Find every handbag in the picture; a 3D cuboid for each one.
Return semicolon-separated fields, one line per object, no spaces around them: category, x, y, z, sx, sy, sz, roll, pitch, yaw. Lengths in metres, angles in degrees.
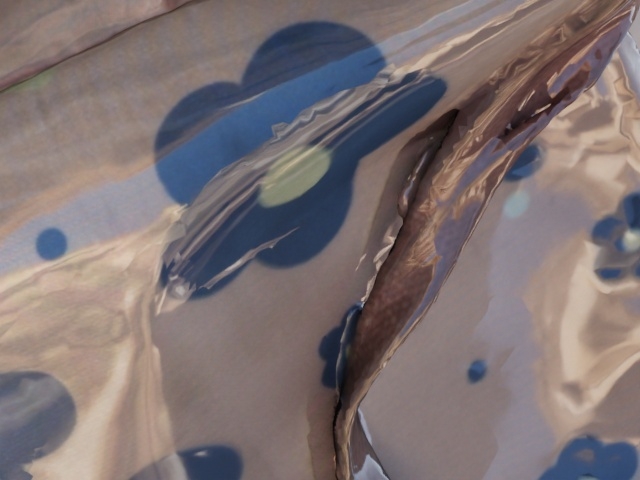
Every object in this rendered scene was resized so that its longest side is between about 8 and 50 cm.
handbag;0.000;0.000;0.478;0.251;0.193;0.190;61;5;-43
